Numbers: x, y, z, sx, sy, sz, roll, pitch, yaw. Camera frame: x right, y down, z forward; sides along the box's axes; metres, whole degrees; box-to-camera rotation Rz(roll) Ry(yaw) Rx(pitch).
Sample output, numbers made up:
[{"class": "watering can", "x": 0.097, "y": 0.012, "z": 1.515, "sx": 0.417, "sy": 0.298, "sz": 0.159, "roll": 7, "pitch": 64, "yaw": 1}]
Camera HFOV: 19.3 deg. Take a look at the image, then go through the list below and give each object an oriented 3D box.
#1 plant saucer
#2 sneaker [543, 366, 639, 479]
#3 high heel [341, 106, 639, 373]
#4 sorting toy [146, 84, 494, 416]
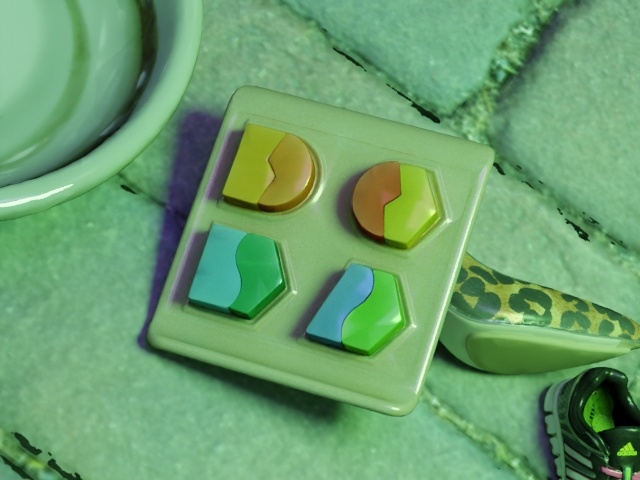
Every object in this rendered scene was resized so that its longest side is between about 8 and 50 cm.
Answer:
[{"class": "plant saucer", "x": -0.285, "y": -0.164, "z": 1.303, "sx": 0.400, "sy": 0.100, "sz": 0.400, "roll": 9, "pitch": 57, "yaw": -15}, {"class": "sneaker", "x": 0.201, "y": 0.160, "z": 1.296, "sx": 0.063, "sy": 0.075, "sz": 0.170, "roll": 0, "pitch": 61, "yaw": -20}, {"class": "high heel", "x": 0.106, "y": -0.005, "z": 1.347, "sx": 0.261, "sy": 0.093, "sz": 0.186, "roll": 6, "pitch": 64, "yaw": -6}, {"class": "sorting toy", "x": 0.000, "y": 0.000, "z": 1.281, "sx": 0.193, "sy": 0.038, "sz": 0.208, "roll": 15, "pitch": 71, "yaw": 13}]
